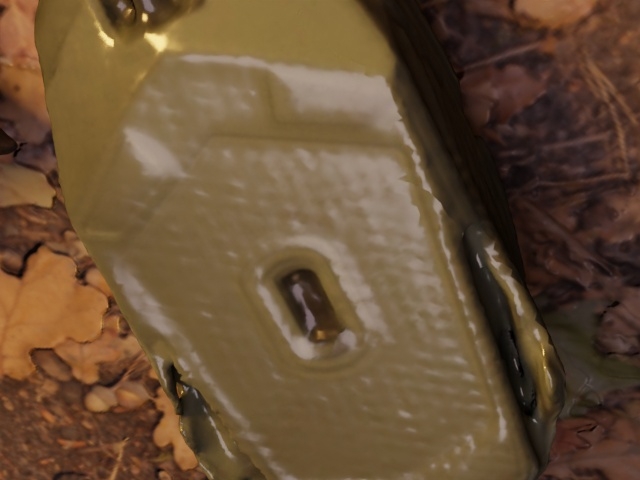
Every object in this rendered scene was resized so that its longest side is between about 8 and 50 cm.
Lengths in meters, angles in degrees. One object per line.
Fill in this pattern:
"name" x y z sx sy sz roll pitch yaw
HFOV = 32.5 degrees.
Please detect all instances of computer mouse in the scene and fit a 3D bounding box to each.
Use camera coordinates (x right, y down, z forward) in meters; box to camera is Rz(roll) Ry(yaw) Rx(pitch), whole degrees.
"computer mouse" 0.000 -0.004 0.650 0.228 0.145 0.429 -19 111 21

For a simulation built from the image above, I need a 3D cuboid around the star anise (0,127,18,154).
"star anise" -0.327 -0.115 0.649 0.315 0.108 0.315 7 126 9
